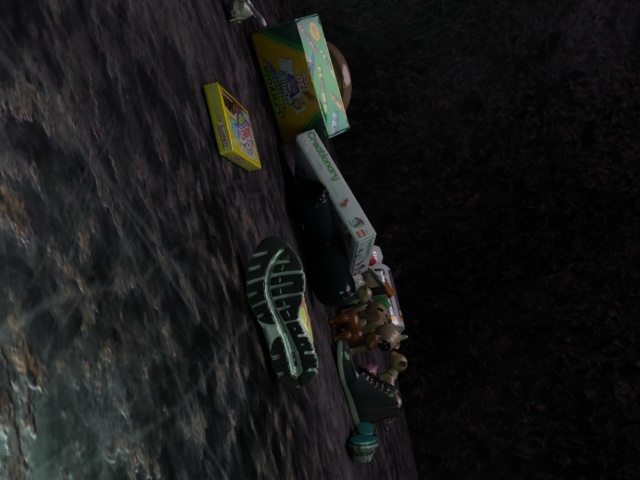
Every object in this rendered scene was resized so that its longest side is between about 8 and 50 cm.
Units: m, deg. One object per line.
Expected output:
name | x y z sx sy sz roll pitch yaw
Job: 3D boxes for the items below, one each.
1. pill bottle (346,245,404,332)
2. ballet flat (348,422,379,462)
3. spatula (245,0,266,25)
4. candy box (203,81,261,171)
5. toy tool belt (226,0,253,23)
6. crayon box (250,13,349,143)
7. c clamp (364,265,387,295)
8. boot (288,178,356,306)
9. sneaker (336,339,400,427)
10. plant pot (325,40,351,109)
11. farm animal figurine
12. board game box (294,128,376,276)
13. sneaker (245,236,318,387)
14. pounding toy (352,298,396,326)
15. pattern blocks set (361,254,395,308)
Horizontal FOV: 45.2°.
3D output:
pill bottle | 0.156 0.167 2.404 0.162 0.162 0.278 61 15 -67
ballet flat | 0.095 0.444 1.655 0.188 0.070 0.070 2 73 -80
spatula | -0.165 -0.523 1.571 0.242 0.019 0.168 -117 -179 -61
candy box | -0.135 -0.172 1.202 0.206 0.027 0.105 13 65 -83
toy tool belt | -0.171 -0.465 1.552 0.052 0.051 0.083 52 5 -32
crayon box | -0.048 -0.378 1.824 0.081 0.165 0.278 -30 110 -39
c clamp | 0.115 0.097 2.070 0.137 0.022 0.160 56 -22 -12
boot | 0.000 0.000 1.680 0.246 0.094 0.207 -108 -177 -53
sneaker | 0.112 0.325 1.808 0.083 0.118 0.222 -85 159 -73
plant pot | -0.040 -0.417 2.060 0.109 0.237 0.237 -19 95 -44
farm animal figurine | 0.142 0.265 1.978 0.327 0.172 0.330 -97 170 -56
board game box | 0.027 -0.085 1.795 0.305 0.053 0.193 61 -15 22
sneaker | -0.056 0.097 1.077 0.094 0.081 0.208 -118 -161 -85
pounding toy | 0.110 0.210 2.210 0.237 0.110 0.183 47 1 7
pattern blocks set | 0.107 0.072 2.170 0.285 0.026 0.325 37 -16 48
